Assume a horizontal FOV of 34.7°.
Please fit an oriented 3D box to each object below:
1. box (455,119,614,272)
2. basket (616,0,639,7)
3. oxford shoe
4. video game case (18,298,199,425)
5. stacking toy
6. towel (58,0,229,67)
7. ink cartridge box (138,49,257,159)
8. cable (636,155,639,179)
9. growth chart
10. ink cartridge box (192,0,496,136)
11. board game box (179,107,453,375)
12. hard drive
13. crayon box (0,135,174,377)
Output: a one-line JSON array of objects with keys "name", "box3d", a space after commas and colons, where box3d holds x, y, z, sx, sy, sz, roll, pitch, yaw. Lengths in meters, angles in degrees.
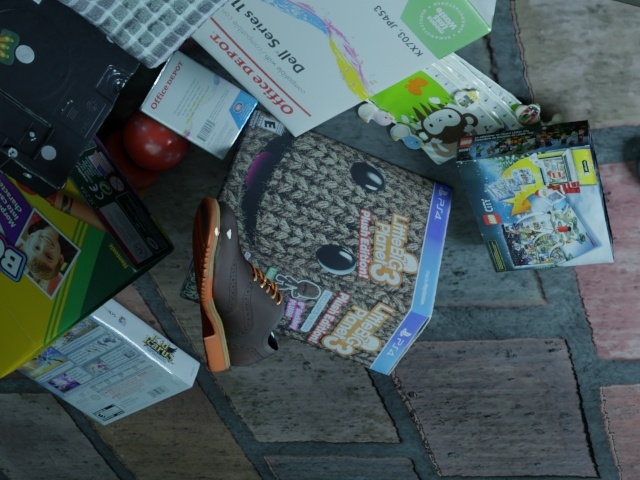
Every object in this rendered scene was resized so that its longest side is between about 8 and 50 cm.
[{"name": "box", "box3d": [0.277, -0.049, 1.299, 0.159, 0.044, 0.233, -5, 141, 20]}, {"name": "basket", "box3d": [0.368, -0.284, 0.963, 0.227, 0.154, 0.204, 21, 139, -10]}, {"name": "oxford shoe", "box3d": [-0.093, 0.048, 1.177, 0.098, 0.096, 0.271, -6, 141, -6]}, {"name": "video game case", "box3d": [-0.389, 0.209, 1.798, 0.270, 0.061, 0.244, -27, 124, 38]}, {"name": "stacking toy", "box3d": [-0.296, -0.081, 1.419, 0.141, 0.141, 0.330, 39, 127, -24]}, {"name": "towel", "box3d": [-0.166, -0.320, 0.984, 0.284, 0.121, 0.235, -38, 137, 25]}, {"name": "ink cartridge box", "box3d": [-0.156, -0.171, 1.287, 0.122, 0.088, 0.052, 31, 180, -17]}, {"name": "cable", "box3d": [0.492, -0.023, 1.298, 0.287, 0.072, 0.139, 43, 150, -11]}, {"name": "growth chart", "box3d": [0.155, -0.159, 1.259, 0.237, 0.021, 0.172, 29, 138, -13]}, {"name": "ink cartridge box", "box3d": [-0.007, -0.252, 1.132, 0.353, 0.119, 0.207, -25, 126, 37]}, {"name": "board game box", "box3d": [0.000, 0.000, 1.321, 0.291, 0.232, 0.141, 21, 138, -7]}, {"name": "hard drive", "box3d": [-0.394, -0.237, 1.181, 0.339, 0.236, 0.064, 36, 152, -23]}, {"name": "crayon box", "box3d": [-0.418, -0.044, 1.355, 0.313, 0.106, 0.363, -35, 91, 30]}]
